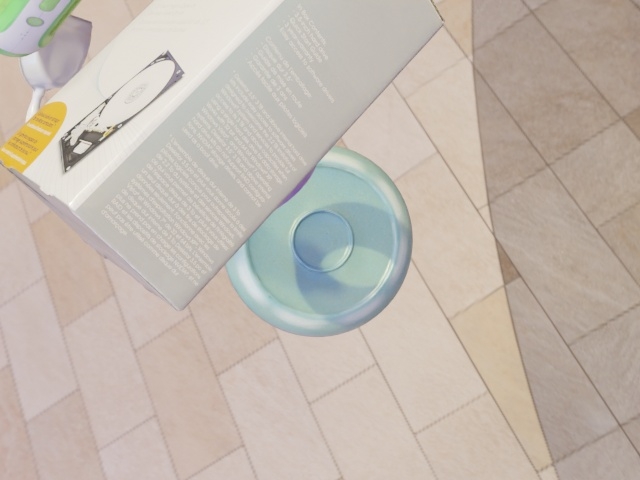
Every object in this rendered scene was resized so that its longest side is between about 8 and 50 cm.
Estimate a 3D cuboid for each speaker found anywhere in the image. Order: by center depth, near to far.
[{"bbox_3d":[-0.371,-0.367,1.084,0.296,0.131,0.131,-27,58,43],"label":"speaker"}]

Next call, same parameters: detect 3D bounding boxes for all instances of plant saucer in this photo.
[{"bbox_3d":[0.000,0.000,1.294,0.317,0.044,0.318,0,90,-8],"label":"plant saucer"}]

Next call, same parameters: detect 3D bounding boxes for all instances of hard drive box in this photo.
[{"bbox_3d":[-0.069,-0.091,0.495,0.232,0.089,0.181,-49,34,-14],"label":"hard drive box"}]

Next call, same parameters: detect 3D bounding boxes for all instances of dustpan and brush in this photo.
[{"bbox_3d":[-0.466,-0.282,1.362,0.060,0.147,0.211,11,96,23],"label":"dustpan and brush"}]

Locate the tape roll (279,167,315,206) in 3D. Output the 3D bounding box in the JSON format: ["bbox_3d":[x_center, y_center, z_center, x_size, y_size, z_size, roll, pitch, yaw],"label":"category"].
[{"bbox_3d":[-0.103,-0.097,0.807,0.189,0.080,0.189,-12,39,10],"label":"tape roll"}]
